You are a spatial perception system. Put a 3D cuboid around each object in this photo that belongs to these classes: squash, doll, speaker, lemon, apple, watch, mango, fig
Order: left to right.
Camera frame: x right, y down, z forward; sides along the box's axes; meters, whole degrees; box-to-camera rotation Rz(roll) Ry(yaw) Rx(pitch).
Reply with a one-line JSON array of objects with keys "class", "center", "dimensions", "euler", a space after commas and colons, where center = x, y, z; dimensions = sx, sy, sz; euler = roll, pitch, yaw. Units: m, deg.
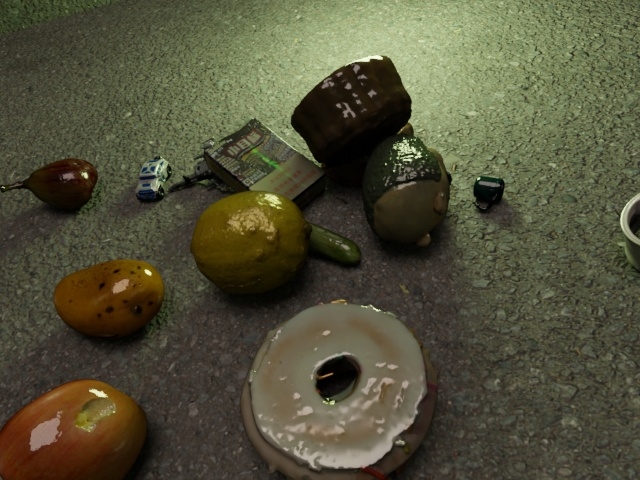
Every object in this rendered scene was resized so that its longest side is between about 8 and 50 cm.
[{"class": "fig", "center": [-0.835, -0.170, 1.632], "dimensions": [0.275, 0.145, 0.170], "euler": [-6, 44, -13]}, {"class": "apple", "center": [-0.463, 0.372, 0.995], "dimensions": [0.242, 0.242, 0.241], "euler": [21, 49, 28]}, {"class": "mango", "center": [-0.520, 0.143, 1.279], "dimensions": [0.291, 0.159, 0.190], "euler": [-1, 57, 17]}, {"class": "lemon", "center": [-0.165, 0.004, 1.263], "dimensions": [0.284, 0.260, 0.260], "euler": [-23, 47, -7]}, {"class": "squash", "center": [0.000, 0.000, 1.354], "dimensions": [0.239, 0.069, 0.069], "euler": [22, 56, 28]}, {"class": "doll", "center": [0.219, -0.145, 1.346], "dimensions": [0.248, 0.247, 0.349], "euler": [-11, 37, 2]}, {"class": "speaker", "center": [0.436, -0.124, 1.379], "dimensions": [0.076, 0.060, 0.094], "euler": [11, 51, 23]}, {"class": "watch", "center": [0.793, -0.026, 1.161], "dimensions": [0.232, 0.196, 0.244], "euler": [-14, 42, 29]}]

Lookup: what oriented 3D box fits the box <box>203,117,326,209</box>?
[{"class": "box", "center": [-0.158, -0.200, 1.517], "dimensions": [0.310, 0.084, 0.198], "euler": [40, 65, 21]}]

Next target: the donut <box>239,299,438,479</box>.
[{"class": "donut", "center": [0.039, 0.295, 1.019], "dimensions": [0.383, 0.142, 0.382], "euler": [-7, 47, 7]}]

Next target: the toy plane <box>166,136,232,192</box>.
[{"class": "toy plane", "center": [-0.360, -0.211, 1.619], "dimensions": [0.262, 0.088, 0.192], "euler": [-24, 74, -5]}]

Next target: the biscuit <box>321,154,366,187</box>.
[{"class": "biscuit", "center": [0.109, -0.224, 1.564], "dimensions": [0.229, 0.031, 0.176], "euler": [0, 49, 14]}]

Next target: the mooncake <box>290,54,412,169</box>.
[{"class": "mooncake", "center": [0.092, -0.341, 1.441], "dimensions": [0.324, 0.324, 0.187], "euler": [-29, 85, -15]}]

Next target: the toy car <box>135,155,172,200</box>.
[{"class": "toy car", "center": [-0.523, -0.199, 1.653], "dimensions": [0.080, 0.070, 0.170], "euler": [-5, 48, 9]}]

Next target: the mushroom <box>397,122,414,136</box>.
[{"class": "mushroom", "center": [0.182, -0.339, 1.616], "dimensions": [0.213, 0.088, 0.097], "euler": [32, 60, 25]}]
